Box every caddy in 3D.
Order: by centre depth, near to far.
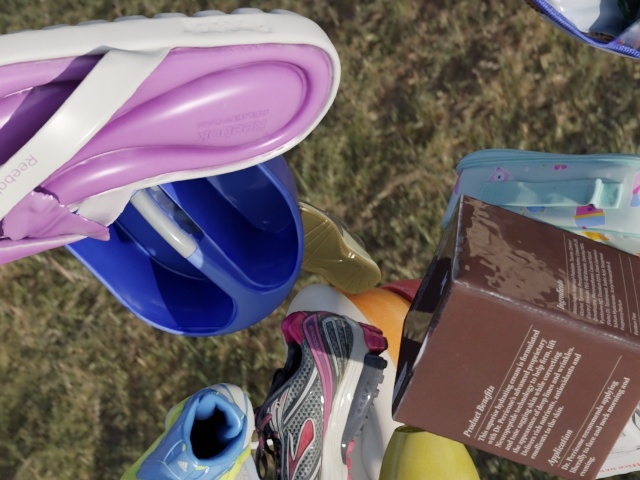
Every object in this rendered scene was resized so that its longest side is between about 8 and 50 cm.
[{"bbox_3d":[-0.170,-0.047,1.413,0.241,0.341,0.179,-38,17,15],"label":"caddy"}]

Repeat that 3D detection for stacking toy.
[{"bbox_3d":[0.215,0.167,1.920,0.480,0.351,0.350,-21,48,-22],"label":"stacking toy"}]

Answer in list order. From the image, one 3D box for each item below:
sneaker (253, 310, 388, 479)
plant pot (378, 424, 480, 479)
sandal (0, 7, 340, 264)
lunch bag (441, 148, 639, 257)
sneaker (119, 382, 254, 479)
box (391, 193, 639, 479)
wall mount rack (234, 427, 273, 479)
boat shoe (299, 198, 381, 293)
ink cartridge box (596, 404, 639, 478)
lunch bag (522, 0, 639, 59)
[{"bbox_3d":[-0.027,0.222,1.339,0.121,0.112,0.299,-10,62,69],"label":"sneaker"},{"bbox_3d":[0.131,0.277,1.533,0.134,0.134,0.095,-5,93,20],"label":"plant pot"},{"bbox_3d":[-0.152,-0.054,0.790,0.416,0.169,0.102,-23,53,-25],"label":"sandal"},{"bbox_3d":[0.282,-0.014,1.301,0.279,0.224,0.108,2,65,39],"label":"lunch bag"},{"bbox_3d":[-0.095,0.180,1.150,0.126,0.091,0.240,-46,4,27],"label":"sneaker"},{"bbox_3d":[0.193,0.091,1.161,0.203,0.168,0.167,20,32,-2],"label":"box"},{"bbox_3d":[-0.043,0.389,1.891,0.130,0.304,0.350,-29,71,21],"label":"wall mount rack"},{"bbox_3d":[0.001,0.000,1.714,0.080,0.223,0.073,-39,45,14],"label":"boat shoe"},{"bbox_3d":[0.363,0.245,1.608,0.109,0.150,0.063,-18,48,28],"label":"ink cartridge box"},{"bbox_3d":[0.185,-0.338,1.048,0.239,0.385,0.328,-35,12,12],"label":"lunch bag"}]
